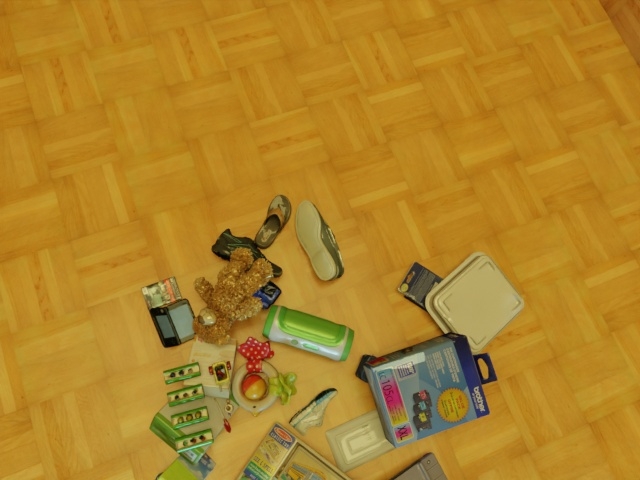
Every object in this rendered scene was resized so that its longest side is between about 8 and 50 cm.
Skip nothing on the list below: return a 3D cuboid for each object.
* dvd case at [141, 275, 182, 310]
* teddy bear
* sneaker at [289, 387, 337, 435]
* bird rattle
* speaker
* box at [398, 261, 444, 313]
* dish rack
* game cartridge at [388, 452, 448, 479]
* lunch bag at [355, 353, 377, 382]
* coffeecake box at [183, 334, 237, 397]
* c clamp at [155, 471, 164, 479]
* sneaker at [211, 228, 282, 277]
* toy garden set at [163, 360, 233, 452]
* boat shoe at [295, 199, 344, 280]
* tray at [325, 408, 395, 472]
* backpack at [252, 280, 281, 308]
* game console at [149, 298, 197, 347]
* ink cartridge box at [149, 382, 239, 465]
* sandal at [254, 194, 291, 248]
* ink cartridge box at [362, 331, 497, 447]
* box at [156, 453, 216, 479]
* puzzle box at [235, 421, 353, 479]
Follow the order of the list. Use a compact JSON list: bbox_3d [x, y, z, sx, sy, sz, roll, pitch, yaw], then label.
[{"bbox_3d":[-0.554,0.185,1.775,0.120,0.013,0.087,-20,77,-13],"label":"dvd case"},{"bbox_3d":[-0.300,0.177,1.671,0.338,0.113,0.245,-40,76,-9],"label":"teddy bear"},{"bbox_3d":[-0.009,0.573,1.699,0.191,0.071,0.083,-39,88,-7],"label":"sneaker"},{"bbox_3d":[-0.202,0.455,1.675,0.253,0.143,0.207,44,82,9],"label":"bird rattle"},{"bbox_3d":[-0.042,0.315,1.735,0.297,0.131,0.131,18,72,-1],"label":"speaker"},{"bbox_3d":[0.405,0.191,1.867,0.225,0.036,0.136,34,73,1],"label":"box"},{"bbox_3d":[0.572,0.225,1.834,0.333,0.072,0.285,-38,90,-17],"label":"dish rack"},{"bbox_3d":[0.276,0.868,1.608,0.355,0.068,0.230,-24,73,-25],"label":"game cartridge"},{"bbox_3d":[0.167,0.438,1.752,0.067,0.065,0.098,31,76,-16],"label":"lunch bag"},{"bbox_3d":[-0.356,0.409,1.662,0.143,0.068,0.185,7,45,-4],"label":"coffeecake box"},{"bbox_3d":[-0.468,0.801,1.572,0.137,0.022,0.160,21,99,15],"label":"c clamp"},{"bbox_3d":[-0.250,0.046,1.805,0.267,0.101,0.106,25,70,1],"label":"sneaker"},{"bbox_3d":[-0.354,0.488,1.536,0.204,0.049,0.244,-13,75,-10],"label":"toy garden set"},{"bbox_3d":[0.000,0.000,1.866,0.099,0.116,0.319,5,58,-50],"label":"boat shoe"},{"bbox_3d":[0.164,0.658,1.707,0.270,0.030,0.145,-21,76,-12],"label":"tray"},{"bbox_3d":[-0.208,0.176,1.772,0.120,0.098,0.101,35,77,3],"label":"backpack"},{"bbox_3d":[-0.490,0.277,1.720,0.085,0.124,0.144,-30,77,13],"label":"game console"},{"bbox_3d":[-0.389,0.555,1.650,0.189,0.097,0.255,38,39,6],"label":"ink cartridge box"},{"bbox_3d":[-0.174,-0.072,1.868,0.090,0.060,0.219,29,73,3],"label":"sandal"},{"bbox_3d":[0.370,0.469,1.666,0.396,0.151,0.269,-17,87,-10],"label":"ink cartridge box"},{"bbox_3d":[-0.412,0.719,1.571,0.109,0.178,0.042,43,111,6],"label":"box"},{"bbox_3d":[-0.055,0.790,1.560,0.409,0.052,0.272,28,70,24],"label":"puzzle box"}]
